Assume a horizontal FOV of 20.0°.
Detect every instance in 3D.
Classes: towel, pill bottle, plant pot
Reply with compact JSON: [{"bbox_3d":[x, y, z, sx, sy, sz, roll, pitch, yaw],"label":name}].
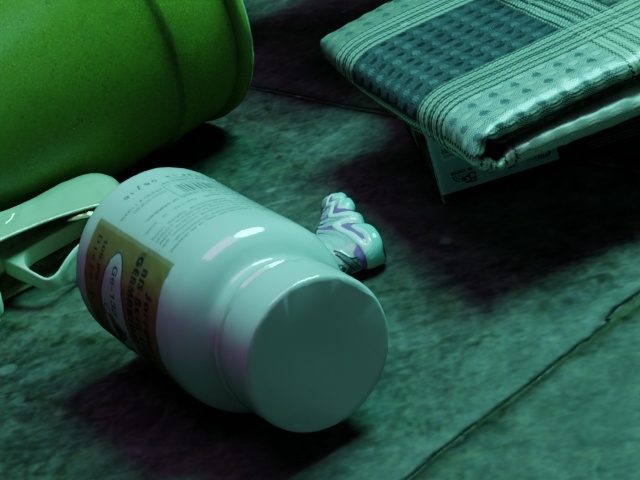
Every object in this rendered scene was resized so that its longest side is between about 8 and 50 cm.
[{"bbox_3d":[0.192,-0.161,1.351,0.324,0.056,0.312,-26,26,-11],"label":"towel"},{"bbox_3d":[-0.058,0.040,1.189,0.131,0.131,0.229,-28,28,-21],"label":"pill bottle"},{"bbox_3d":[-0.308,-0.150,1.504,0.353,0.366,0.366,-42,35,-26],"label":"plant pot"}]

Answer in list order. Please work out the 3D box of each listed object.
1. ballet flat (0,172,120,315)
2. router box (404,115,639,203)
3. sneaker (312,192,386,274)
[{"bbox_3d":[-0.249,0.020,1.412,0.248,0.086,0.086,-29,28,-25],"label":"ballet flat"},{"bbox_3d":[0.210,-0.155,1.458,0.309,0.081,0.243,-17,27,0],"label":"router box"},{"bbox_3d":[0.000,0.000,1.335,0.069,0.038,0.098,-22,26,-11],"label":"sneaker"}]
